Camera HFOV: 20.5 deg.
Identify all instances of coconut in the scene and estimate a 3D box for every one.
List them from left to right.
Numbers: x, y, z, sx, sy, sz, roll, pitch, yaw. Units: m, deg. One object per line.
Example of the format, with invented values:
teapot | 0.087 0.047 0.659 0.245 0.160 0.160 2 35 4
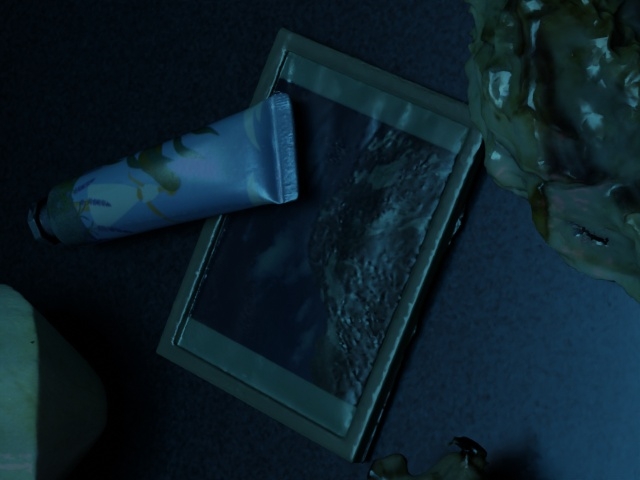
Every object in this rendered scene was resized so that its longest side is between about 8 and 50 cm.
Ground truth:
coconut | -0.279 0.133 1.392 0.202 0.222 0.202 -175 90 -72

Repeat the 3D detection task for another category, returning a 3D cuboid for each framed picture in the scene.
framed picture | 0.000 0.000 1.336 0.209 0.019 0.281 24 98 31

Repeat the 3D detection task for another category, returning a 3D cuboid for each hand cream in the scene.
hand cream | -0.123 -0.044 1.389 0.256 0.055 0.088 -14 70 31

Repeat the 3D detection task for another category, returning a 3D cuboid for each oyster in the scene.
oyster | 0.186 -0.110 1.189 0.201 0.107 0.354 -40 67 17

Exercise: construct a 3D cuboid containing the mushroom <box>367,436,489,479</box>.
mushroom | 0.078 0.322 1.174 0.345 0.259 0.345 9 115 19
